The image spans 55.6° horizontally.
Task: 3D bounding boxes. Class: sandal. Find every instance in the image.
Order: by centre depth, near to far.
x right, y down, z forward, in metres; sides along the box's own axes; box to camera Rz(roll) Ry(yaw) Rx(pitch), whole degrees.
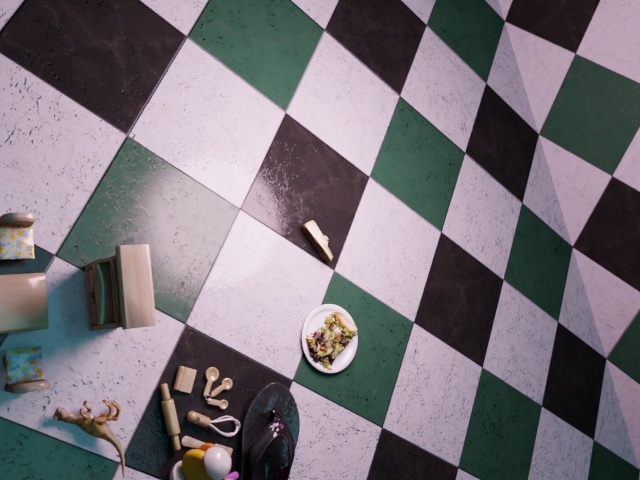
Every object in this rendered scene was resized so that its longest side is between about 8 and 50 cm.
[{"bbox_3d":[-0.136,0.586,1.539,0.168,0.107,0.445,25,68,-29],"label":"sandal"}]

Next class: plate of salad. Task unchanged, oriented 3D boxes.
[{"bbox_3d":[0.035,0.284,1.761,0.200,0.048,0.199,8,77,-35],"label":"plate of salad"}]

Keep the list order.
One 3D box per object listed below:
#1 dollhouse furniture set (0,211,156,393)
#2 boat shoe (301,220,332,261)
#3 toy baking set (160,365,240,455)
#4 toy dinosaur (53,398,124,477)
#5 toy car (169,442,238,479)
[{"bbox_3d":[-0.573,0.120,1.231,0.394,0.256,0.361,-2,82,-36],"label":"dollhouse furniture set"},{"bbox_3d":[0.000,0.000,1.792,0.045,0.050,0.135,-41,104,-28],"label":"boat shoe"},{"bbox_3d":[-0.293,0.432,1.507,0.197,0.030,0.256,-5,84,-36],"label":"toy baking set"},{"bbox_3d":[-0.491,0.419,1.361,0.211,0.064,0.112,39,79,-13],"label":"toy dinosaur"},{"bbox_3d":[-0.254,0.571,1.442,0.181,0.159,0.136,65,21,7],"label":"toy car"}]
